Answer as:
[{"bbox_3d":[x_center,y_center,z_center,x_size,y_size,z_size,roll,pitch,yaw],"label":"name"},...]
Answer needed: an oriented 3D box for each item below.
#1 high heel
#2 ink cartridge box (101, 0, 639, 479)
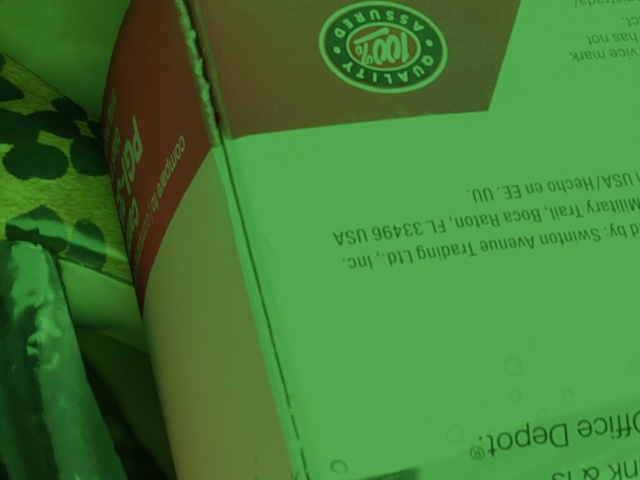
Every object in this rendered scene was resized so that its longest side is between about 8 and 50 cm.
[{"bbox_3d":[0.000,0.000,0.603,0.261,0.093,0.186,-12,74,-29],"label":"high heel"},{"bbox_3d":[0.073,0.060,0.477,0.207,0.117,0.283,-6,65,-20],"label":"ink cartridge box"}]
